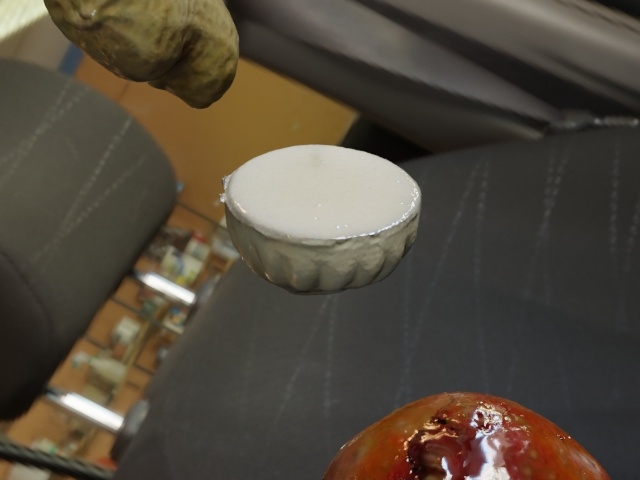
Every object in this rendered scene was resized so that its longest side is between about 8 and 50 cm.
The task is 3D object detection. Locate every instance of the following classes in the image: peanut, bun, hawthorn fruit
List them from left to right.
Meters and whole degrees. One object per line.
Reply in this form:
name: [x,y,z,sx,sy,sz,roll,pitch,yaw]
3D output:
peanut: [-0.165,-0.210,1.123,0.253,0.122,0.137,19,-113,-61]
bun: [0.000,0.000,1.538,0.263,0.263,0.175,-67,-19,-55]
hawthorn fruit: [0.127,0.277,1.055,0.316,0.316,0.316,-61,4,6]
